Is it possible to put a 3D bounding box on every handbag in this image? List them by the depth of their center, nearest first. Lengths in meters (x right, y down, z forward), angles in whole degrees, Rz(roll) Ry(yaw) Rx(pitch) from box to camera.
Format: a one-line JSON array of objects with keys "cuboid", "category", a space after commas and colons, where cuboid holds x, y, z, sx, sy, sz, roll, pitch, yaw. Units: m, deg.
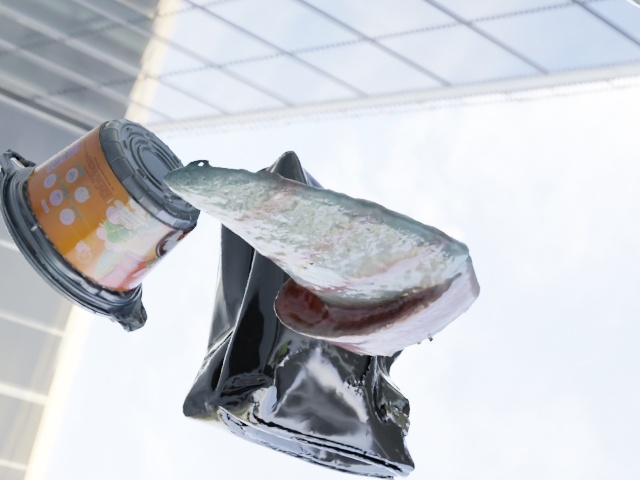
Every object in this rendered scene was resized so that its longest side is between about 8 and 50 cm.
[{"cuboid": [0.004, 0.097, 1.454, 0.152, 0.288, 0.342, -25, -137, 38], "category": "handbag"}]

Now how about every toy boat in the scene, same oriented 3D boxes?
[{"cuboid": [0.000, 0.000, 1.114, 0.206, 0.282, 0.096, -16, -130, 37], "category": "toy boat"}]

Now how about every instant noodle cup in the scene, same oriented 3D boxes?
[{"cuboid": [-0.193, -0.033, 1.251, 0.125, 0.208, 0.177, -38, -166, 17], "category": "instant noodle cup"}]

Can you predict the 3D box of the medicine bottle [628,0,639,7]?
[{"cuboid": [0.326, -0.187, 0.762, 0.282, 0.375, 0.123, -107, -159, -65], "category": "medicine bottle"}]
